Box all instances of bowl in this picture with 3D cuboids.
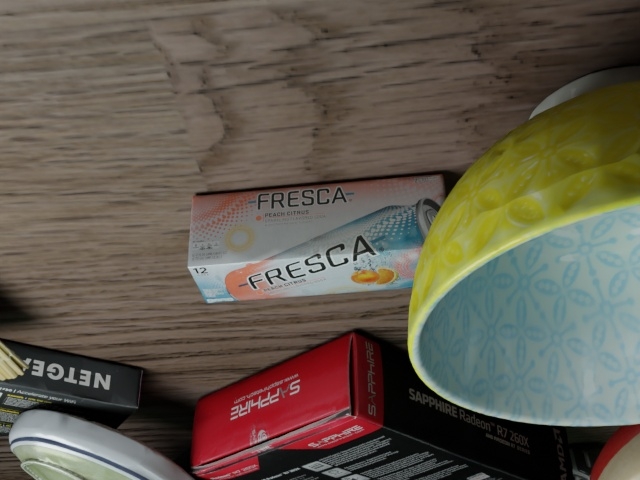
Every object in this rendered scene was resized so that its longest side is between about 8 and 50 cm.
[{"bbox_3d":[0.192,-0.011,0.567,0.289,0.156,0.289,0,149,0],"label":"bowl"}]

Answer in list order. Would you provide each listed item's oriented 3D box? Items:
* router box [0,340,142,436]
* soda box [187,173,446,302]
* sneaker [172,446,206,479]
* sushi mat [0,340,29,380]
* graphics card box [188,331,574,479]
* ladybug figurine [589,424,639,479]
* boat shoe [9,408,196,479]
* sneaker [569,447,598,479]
[{"bbox_3d":[-0.282,0.153,0.918,0.178,0.046,0.133,17,143,-26],"label":"router box"},{"bbox_3d":[0.000,0.000,0.665,0.183,0.063,0.058,-5,149,7],"label":"soda box"},{"bbox_3d":[-0.103,0.312,1.091,0.330,0.130,0.147,1,129,-35],"label":"sneaker"},{"bbox_3d":[-0.367,0.029,0.703,0.151,0.019,0.316,-10,139,17],"label":"sushi mat"},{"bbox_3d":[0.076,0.224,1.002,0.371,0.094,0.232,28,138,-36],"label":"graphics card box"},{"bbox_3d":[0.468,0.257,0.953,0.449,0.162,0.305,5,116,-7],"label":"ladybug figurine"},{"bbox_3d":[-0.177,0.269,0.919,0.302,0.094,0.109,37,141,-24],"label":"boat shoe"},{"bbox_3d":[0.279,0.308,1.170,0.208,0.082,0.094,-12,154,28],"label":"sneaker"}]
